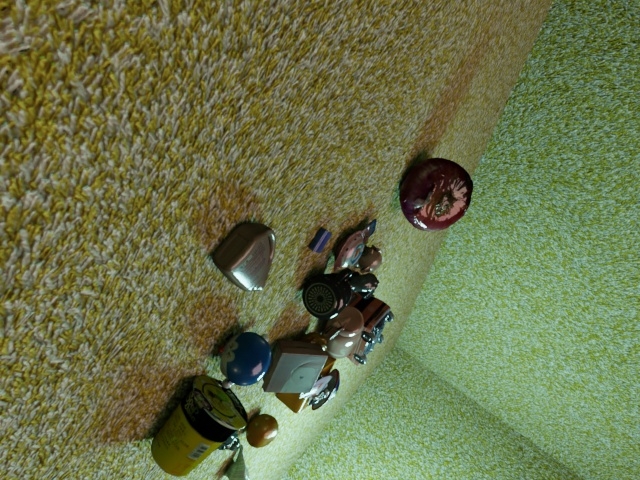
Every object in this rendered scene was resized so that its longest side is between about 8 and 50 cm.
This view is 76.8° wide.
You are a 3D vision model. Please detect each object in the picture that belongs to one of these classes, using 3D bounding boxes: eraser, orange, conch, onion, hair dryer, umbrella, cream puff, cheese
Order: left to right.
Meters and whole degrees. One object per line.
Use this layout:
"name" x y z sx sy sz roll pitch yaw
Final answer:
"umbrella" -0.353 0.687 1.500 0.144 0.094 0.348 -24 138 -21
"conch" -0.395 1.108 1.911 0.115 0.137 0.233 -13 127 -22
"orange" -0.269 0.868 1.850 0.156 0.124 0.156 -26 144 -21
"cream puff" -0.051 0.470 1.769 0.166 0.115 0.150 -23 134 -24
"eraser" 0.000 0.000 1.400 0.084 0.027 0.063 -58 155 4
"hair dryer" 0.118 0.262 1.848 0.256 0.128 0.069 -37 152 -16
"cheese" 0.140 0.018 1.629 0.286 0.074 0.188 -43 154 -30
"onion" 0.507 -0.218 1.848 0.349 0.285 0.346 -7 114 -16

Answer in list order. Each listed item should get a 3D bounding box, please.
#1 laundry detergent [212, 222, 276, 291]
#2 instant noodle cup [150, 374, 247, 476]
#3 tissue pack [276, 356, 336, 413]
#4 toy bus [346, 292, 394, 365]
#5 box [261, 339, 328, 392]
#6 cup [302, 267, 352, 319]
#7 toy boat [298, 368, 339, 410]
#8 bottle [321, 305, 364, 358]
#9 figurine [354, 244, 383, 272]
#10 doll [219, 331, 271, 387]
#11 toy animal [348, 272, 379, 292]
"laundry detergent" -0.174 0.050 1.077 0.171 0.076 0.237 -51 156 -13
"instant noodle cup" -0.370 0.561 1.209 0.236 0.216 0.215 -48 155 -2
"tissue pack" -0.064 0.665 1.961 0.195 0.145 0.274 -13 132 -60
"toy bus" 0.220 0.467 2.148 0.203 0.233 0.426 -40 153 -34
"box" -0.110 0.512 1.640 0.216 0.086 0.214 12 113 -27
"cup" 0.048 0.188 1.536 0.223 0.169 0.177 -48 164 17
"toy boat" 0.003 0.674 1.871 0.219 0.072 0.318 -45 144 -18
"bottle" 0.093 0.430 1.878 0.207 0.173 0.296 -24 154 -28
"figurine" 0.211 0.082 1.797 0.138 0.125 0.125 -43 155 0
"doll" -0.239 0.378 1.299 0.215 0.161 0.256 -60 176 -27
"toy animal" 0.130 0.189 1.744 0.270 0.082 0.137 -5 176 -15
